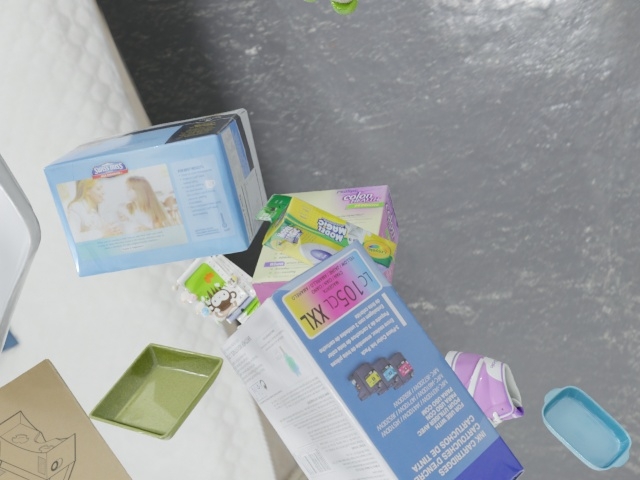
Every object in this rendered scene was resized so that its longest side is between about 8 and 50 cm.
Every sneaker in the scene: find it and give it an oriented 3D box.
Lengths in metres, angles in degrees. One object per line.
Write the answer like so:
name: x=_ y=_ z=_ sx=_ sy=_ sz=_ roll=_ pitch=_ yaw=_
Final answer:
sneaker: x=0.316 y=0.370 z=1.626 sx=0.161 sy=0.102 sz=0.282 roll=7 pitch=100 yaw=28

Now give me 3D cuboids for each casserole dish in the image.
casserole dish: x=0.515 y=0.370 z=1.606 sx=0.188 sy=0.114 sz=0.037 roll=44 pitch=151 yaw=24

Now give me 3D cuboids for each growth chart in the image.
growth chart: x=-0.256 y=0.130 z=2.137 sx=0.237 sy=0.021 sz=0.172 roll=32 pitch=85 yaw=13

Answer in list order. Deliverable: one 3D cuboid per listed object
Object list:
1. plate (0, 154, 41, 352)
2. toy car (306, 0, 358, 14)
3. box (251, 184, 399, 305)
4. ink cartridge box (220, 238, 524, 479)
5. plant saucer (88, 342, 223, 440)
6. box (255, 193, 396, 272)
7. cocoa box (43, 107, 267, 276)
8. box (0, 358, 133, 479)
plate: x=-0.405 y=-0.025 z=0.943 sx=0.278 sy=0.045 sz=0.277 roll=52 pitch=134 yaw=19
toy car: x=0.031 y=-0.553 z=1.548 sx=0.148 sy=0.155 sz=0.189 roll=25 pitch=86 yaw=14
box: x=0.016 y=0.027 z=1.477 sx=0.213 sy=0.243 sz=0.117 roll=-5 pitch=132 yaw=17
ink cartridge box: x=0.065 y=0.230 z=1.021 sx=0.396 sy=0.151 sz=0.270 roll=56 pitch=154 yaw=6
plant saucer: x=-0.285 y=0.277 z=1.467 sx=0.188 sy=0.188 sz=0.045 roll=5 pitch=132 yaw=33
box: x=0.000 y=0.000 z=1.100 sx=0.179 sy=0.043 sz=0.105 roll=26 pitch=155 yaw=-10
cocoa box: x=-0.303 y=-0.094 z=1.581 sx=0.346 sy=0.228 sz=0.232 roll=-9 pitch=109 yaw=11
box: x=-0.341 y=0.260 z=0.966 sx=0.201 sy=0.164 sz=0.021 roll=48 pitch=158 yaw=22
